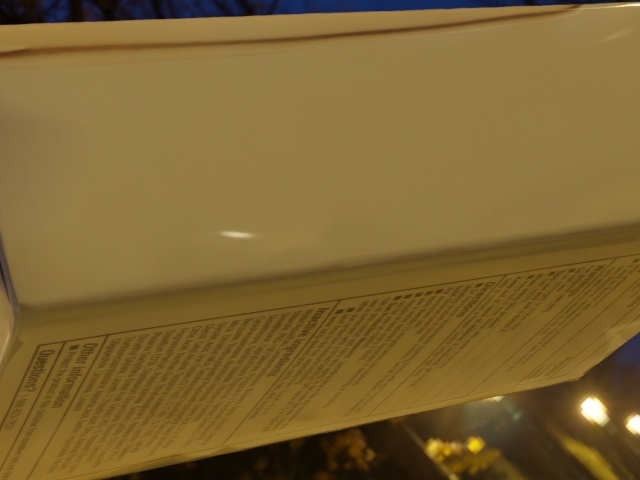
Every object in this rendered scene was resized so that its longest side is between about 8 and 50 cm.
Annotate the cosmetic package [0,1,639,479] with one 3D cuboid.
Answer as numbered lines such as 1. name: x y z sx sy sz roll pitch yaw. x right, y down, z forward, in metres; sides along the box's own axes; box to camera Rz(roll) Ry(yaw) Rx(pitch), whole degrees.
1. cosmetic package: 0.000 0.000 0.551 0.309 0.113 0.160 -8 -27 -31
